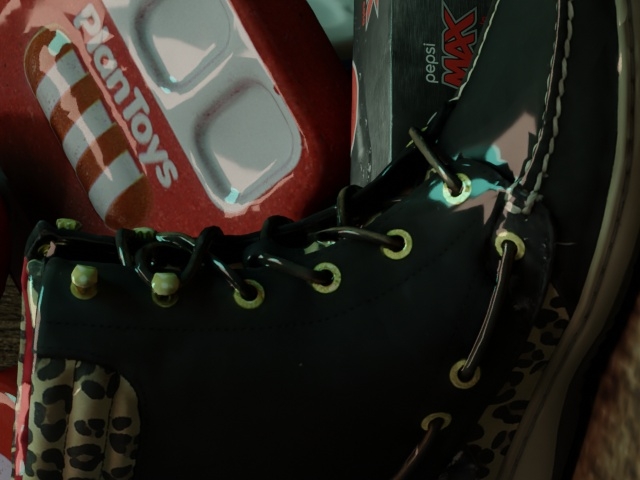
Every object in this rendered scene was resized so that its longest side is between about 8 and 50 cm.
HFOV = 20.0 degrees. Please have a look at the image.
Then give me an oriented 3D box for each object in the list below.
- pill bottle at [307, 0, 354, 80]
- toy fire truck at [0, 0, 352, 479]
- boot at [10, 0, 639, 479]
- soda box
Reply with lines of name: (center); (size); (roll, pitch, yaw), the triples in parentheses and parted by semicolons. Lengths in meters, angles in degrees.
pill bottle: (-0.024, -0.058, 0.915); (0.078, 0.078, 0.137); (-103, 24, -54)
toy fire truck: (-0.065, 0.004, 0.798); (0.254, 0.169, 0.302); (-38, 76, 43)
boot: (0.000, 0.002, 0.570); (0.085, 0.178, 0.236); (-111, 29, -63)
soda box: (0.043, -0.055, 0.687); (0.060, 0.053, 0.169); (130, 145, -67)
